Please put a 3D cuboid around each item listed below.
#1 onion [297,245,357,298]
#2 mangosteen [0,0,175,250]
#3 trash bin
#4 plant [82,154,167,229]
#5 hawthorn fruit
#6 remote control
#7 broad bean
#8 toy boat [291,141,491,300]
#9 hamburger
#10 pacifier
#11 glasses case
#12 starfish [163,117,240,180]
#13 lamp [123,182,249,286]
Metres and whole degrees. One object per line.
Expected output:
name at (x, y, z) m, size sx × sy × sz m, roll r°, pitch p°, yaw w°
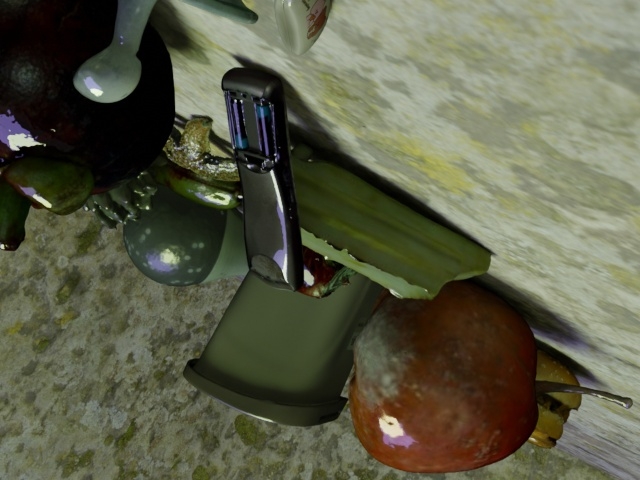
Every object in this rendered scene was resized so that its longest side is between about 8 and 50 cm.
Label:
onion at (0.000, 0.000, 0.968) m, size 0.118 × 0.117 × 0.118 m, roll 42°, pitch 156°, yaw 23°
mangosteen at (-0.230, -0.115, 0.732) m, size 0.216 × 0.216 × 0.216 m, roll 30°, pitch 172°, yaw 4°
trash bin at (-0.038, 0.129, 1.327) m, size 0.219 × 0.250 × 0.220 m, roll 26°, pitch -177°, yaw 18°
plant at (-0.289, -0.114, 1.184) m, size 0.194 × 0.132 × 0.129 m, roll 42°, pitch 150°, yaw 6°
hawthorn fruit at (0.143, 0.162, 1.035) m, size 0.263 × 0.231 × 0.235 m, roll 38°, pitch -179°, yaw -18°
remote control at (-0.047, -0.045, 0.761) m, size 0.059 × 0.028 × 0.212 m, roll 16°, pitch 131°, yaw 27°
broad bean at (-0.209, -0.102, 1.271) m, size 0.339 × 0.061 × 0.077 m, roll 25°, pitch -169°, yaw 37°
toy boat at (0.024, -0.019, 0.858) m, size 0.276 × 0.084 × 0.111 m, roll 32°, pitch 168°, yaw -10°
hamburger at (0.257, 0.192, 1.221) m, size 0.191 × 0.118 × 0.182 m, roll 28°, pitch 169°, yaw -8°
pacifier at (-0.109, -0.136, 0.522) m, size 0.150 × 0.117 × 0.127 m, roll 25°, pitch -163°, yaw 11°
glasses case at (-0.009, -0.127, 0.489) m, size 0.021 × 0.032 × 0.083 m, roll 34°, pitch 173°, yaw 8°
starfish at (-0.141, -0.112, 1.058) m, size 0.208 × 0.053 × 0.176 m, roll 24°, pitch 162°, yaw 0°
lamp at (-0.168, 0.010, 1.476) m, size 0.313 × 0.182 × 0.182 m, roll 22°, pitch 174°, yaw -10°
